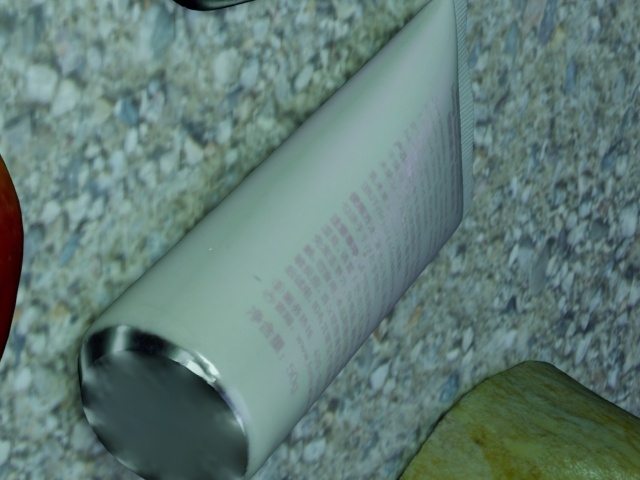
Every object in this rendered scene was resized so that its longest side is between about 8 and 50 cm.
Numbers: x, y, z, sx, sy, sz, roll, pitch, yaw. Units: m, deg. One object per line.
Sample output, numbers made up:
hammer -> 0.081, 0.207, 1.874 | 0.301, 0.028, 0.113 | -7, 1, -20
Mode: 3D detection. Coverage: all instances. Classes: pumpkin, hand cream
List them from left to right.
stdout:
hand cream -> 0.000, 0.000, 1.133 | 0.358, 0.118, 0.185 | -46, 141, -41
pumpkin -> 0.181, 0.274, 1.476 | 0.332, 0.199, 0.332 | -30, 133, -39

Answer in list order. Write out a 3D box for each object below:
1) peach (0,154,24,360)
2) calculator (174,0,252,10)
peach -> -0.226, 0.009, 0.703 | 0.243, 0.200, 0.243 | 5, 83, -53
calculator -> -0.004, -0.226, 1.037 | 0.268, 0.040, 0.177 | -33, 133, -35
